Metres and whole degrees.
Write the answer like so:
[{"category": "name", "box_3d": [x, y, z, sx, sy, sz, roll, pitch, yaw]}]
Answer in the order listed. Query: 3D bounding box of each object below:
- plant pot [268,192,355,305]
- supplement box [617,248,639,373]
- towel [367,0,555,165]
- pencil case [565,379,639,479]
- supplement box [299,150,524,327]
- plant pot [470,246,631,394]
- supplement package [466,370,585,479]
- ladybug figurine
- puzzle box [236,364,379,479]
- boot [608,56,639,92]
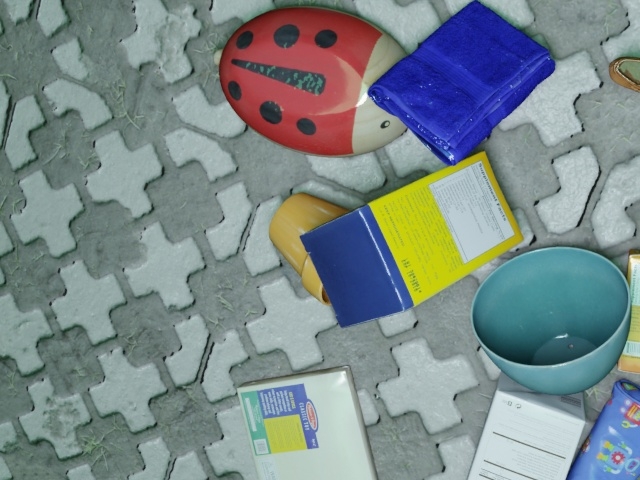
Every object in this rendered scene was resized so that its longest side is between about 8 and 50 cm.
[{"category": "plant pot", "box_3d": [0.000, 0.000, 1.673, 0.188, 0.205, 0.205, 36, 107, 25]}, {"category": "supplement box", "box_3d": [0.625, 0.137, 1.553, 0.080, 0.078, 0.234, 8, 100, 19]}, {"category": "towel", "box_3d": [0.270, -0.309, 1.505, 0.308, 0.076, 0.227, -42, 74, -17]}, {"category": "pencil case", "box_3d": [0.584, 0.429, 1.586, 0.133, 0.119, 0.306, 25, 105, 10]}, {"category": "supplement box", "box_3d": [0.176, -0.004, 1.502, 0.195, 0.356, 0.194, -23, 91, 53]}, {"category": "plant pot", "box_3d": [0.453, 0.182, 1.534, 0.290, 0.290, 0.195, -13, 130, 18]}, {"category": "supplement package", "box_3d": [0.402, 0.435, 1.612, 0.175, 0.177, 0.293, 18, 103, 13]}, {"category": "ladybug figurine", "box_3d": [-0.024, -0.326, 1.638, 0.449, 0.162, 0.305, 13, 102, 15]}, {"category": "puzzle box", "box_3d": [-0.014, 0.500, 1.816, 0.272, 0.052, 0.409, -12, 94, 19]}, {"category": "boot", "box_3d": [0.620, -0.285, 1.450, 0.197, 0.152, 0.073, 15, 102, 14]}]
